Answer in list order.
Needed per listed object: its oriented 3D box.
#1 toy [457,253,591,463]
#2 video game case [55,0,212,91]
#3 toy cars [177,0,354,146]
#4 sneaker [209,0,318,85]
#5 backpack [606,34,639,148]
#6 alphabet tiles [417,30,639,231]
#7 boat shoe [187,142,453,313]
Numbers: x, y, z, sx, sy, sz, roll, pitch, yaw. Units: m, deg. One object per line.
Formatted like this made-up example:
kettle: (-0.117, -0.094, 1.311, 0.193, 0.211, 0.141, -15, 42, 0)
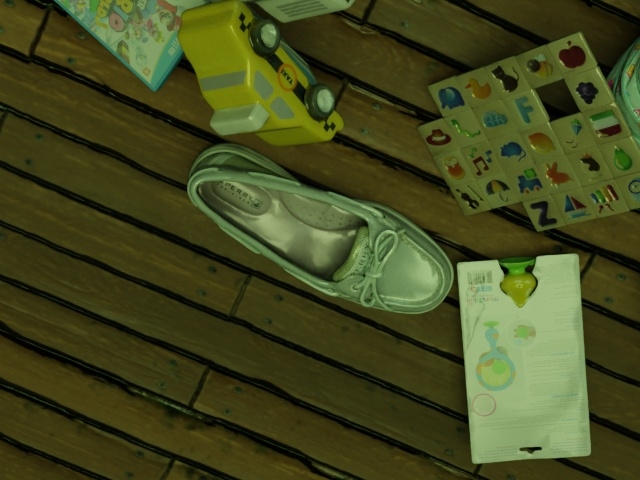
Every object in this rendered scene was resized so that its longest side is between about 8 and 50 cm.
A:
toy: (0.233, 0.132, 1.497, 0.137, 0.056, 0.237, -5, 102, 5)
video game case: (-0.201, -0.252, 1.353, 0.166, 0.015, 0.119, 42, 120, 4)
toy cars: (-0.060, -0.191, 1.178, 0.177, 0.393, 0.087, 21, 62, 7)
sneaker: (-0.095, -0.208, 1.373, 0.237, 0.086, 0.085, 39, 105, -10)
backpack: (0.372, -0.171, 1.333, 0.182, 0.115, 0.152, -38, 82, -20)
alphabet tiles: (0.219, -0.100, 1.375, 0.237, 0.009, 0.198, -15, 112, 44)
boat shoe: (0.000, -0.003, 1.427, 0.320, 0.103, 0.118, 29, 105, -9)
